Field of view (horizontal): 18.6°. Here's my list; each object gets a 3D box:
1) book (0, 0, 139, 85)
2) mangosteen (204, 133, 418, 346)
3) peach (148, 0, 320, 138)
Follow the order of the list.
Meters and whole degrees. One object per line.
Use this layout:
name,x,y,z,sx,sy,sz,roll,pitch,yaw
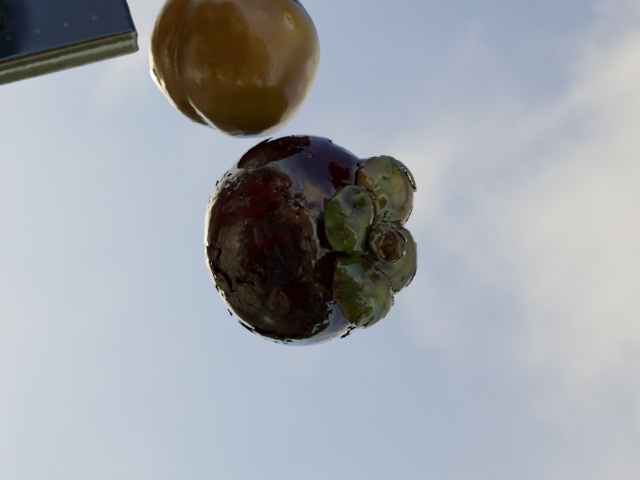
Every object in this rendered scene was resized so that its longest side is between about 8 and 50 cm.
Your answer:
book,-0.249,-0.212,1.339,0.025,0.191,0.269,89,-17,-57
mangosteen,0.000,0.000,1.513,0.180,0.166,0.166,4,-63,40
peach,-0.065,-0.145,1.549,0.138,0.138,0.138,41,-35,38
